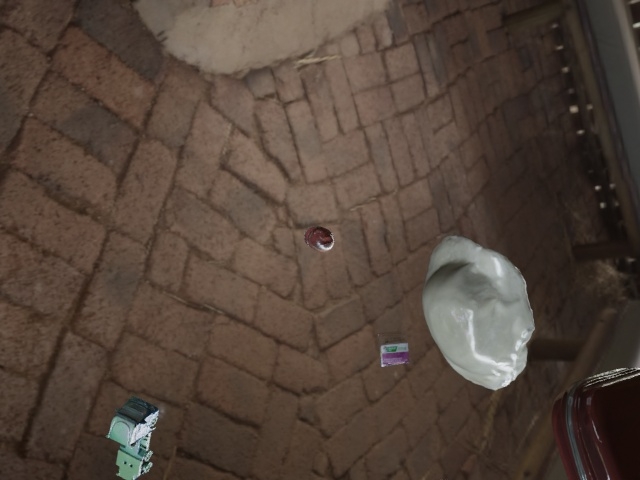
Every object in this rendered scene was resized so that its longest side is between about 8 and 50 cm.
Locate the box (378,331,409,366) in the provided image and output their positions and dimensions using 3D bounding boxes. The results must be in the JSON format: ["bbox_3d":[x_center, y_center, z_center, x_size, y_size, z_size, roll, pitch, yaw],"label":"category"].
[{"bbox_3d":[0.134,0.199,1.245,0.207,0.050,0.041,25,61,-86],"label":"box"}]

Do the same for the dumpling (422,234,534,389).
[{"bbox_3d":[0.242,0.111,1.017,0.132,0.162,0.250,-17,91,-42],"label":"dumpling"}]

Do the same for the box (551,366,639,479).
[{"bbox_3d":[0.579,0.376,1.251,0.404,0.108,0.263,2,67,-43],"label":"box"}]

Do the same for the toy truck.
[{"bbox_3d":[-0.357,0.383,1.239,0.081,0.067,0.175,-39,147,-63],"label":"toy truck"}]

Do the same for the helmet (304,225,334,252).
[{"bbox_3d":[-0.001,0.000,1.731,0.084,0.049,0.065,22,100,-12],"label":"helmet"}]
